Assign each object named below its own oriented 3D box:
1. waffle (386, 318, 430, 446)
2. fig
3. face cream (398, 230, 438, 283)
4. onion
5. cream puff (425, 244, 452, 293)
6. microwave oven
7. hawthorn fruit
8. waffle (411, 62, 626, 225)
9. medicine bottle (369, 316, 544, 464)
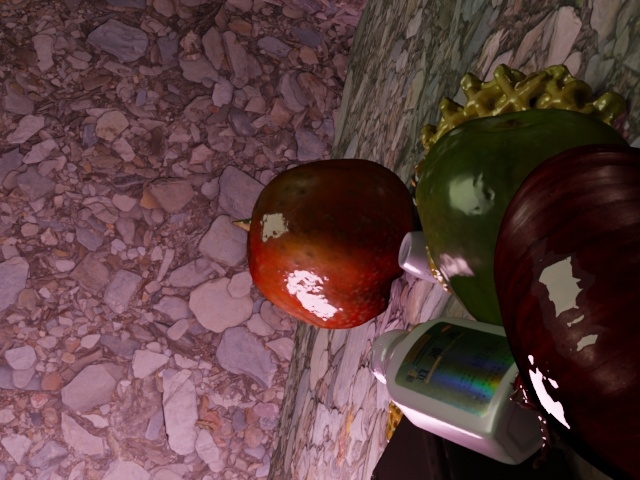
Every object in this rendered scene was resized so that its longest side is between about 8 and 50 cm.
[{"bbox_3d":[0.162,0.267,1.267,0.245,0.052,0.254,112,168,-45],"label":"waffle"},{"bbox_3d":[0.244,0.006,0.768,0.233,0.314,0.233,-35,22,16],"label":"fig"},{"bbox_3d":[0.193,0.027,1.306,0.091,0.095,0.091,-166,90,-80],"label":"face cream"},{"bbox_3d":[0.216,0.074,0.534,0.285,0.273,0.273,-43,26,32],"label":"onion"},{"bbox_3d":[0.219,0.003,1.051,0.156,0.156,0.121,139,113,-75],"label":"cream puff"},{"bbox_3d":[0.163,0.305,0.776,0.247,0.178,0.188,-92,19,-62],"label":"microwave oven"},{"bbox_3d":[0.000,0.000,1.632,0.403,0.403,0.402,-165,90,-81],"label":"hawthorn fruit"},{"bbox_3d":[0.231,-0.091,0.956,0.312,0.060,0.307,30,93,51],"label":"waffle"},{"bbox_3d":[0.134,0.134,0.729,0.115,0.078,0.219,-50,26,-19],"label":"medicine bottle"}]
